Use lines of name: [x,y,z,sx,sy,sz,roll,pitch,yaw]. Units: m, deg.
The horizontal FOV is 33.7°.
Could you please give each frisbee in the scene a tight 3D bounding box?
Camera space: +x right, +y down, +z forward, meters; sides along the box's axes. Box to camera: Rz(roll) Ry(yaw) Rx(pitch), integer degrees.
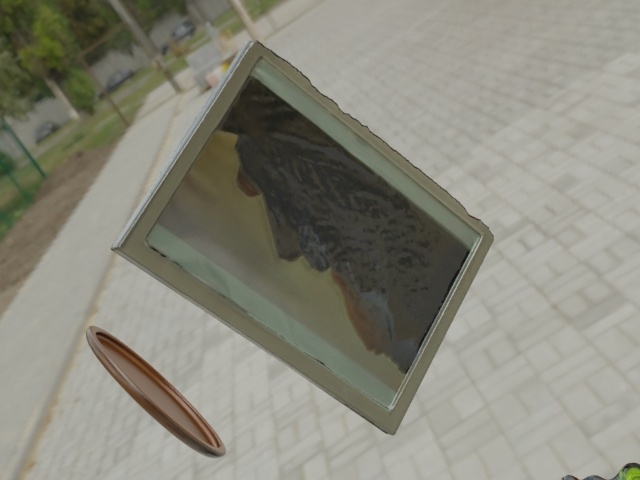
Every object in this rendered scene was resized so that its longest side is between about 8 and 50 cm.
frisbee: [-0.221,0.203,1.415,0.021,0.251,0.251,-46,14,-3]

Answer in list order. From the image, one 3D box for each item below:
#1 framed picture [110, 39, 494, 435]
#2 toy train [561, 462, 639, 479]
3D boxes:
framed picture: [0.000,0.000,0.800,0.018,0.265,0.192,-6,52,62]
toy train: [0.323,0.314,0.937,0.100,0.296,0.160,-44,23,39]
